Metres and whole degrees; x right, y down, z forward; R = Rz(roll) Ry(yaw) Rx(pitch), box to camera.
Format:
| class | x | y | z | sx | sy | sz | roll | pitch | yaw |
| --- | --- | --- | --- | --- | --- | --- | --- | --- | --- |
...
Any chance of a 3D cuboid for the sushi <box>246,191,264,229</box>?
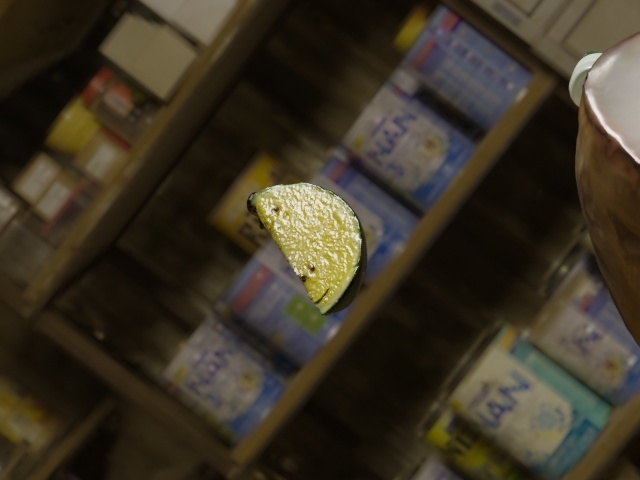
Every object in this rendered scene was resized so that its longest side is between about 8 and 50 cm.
| class | x | y | z | sx | sy | sz | roll | pitch | yaw |
| --- | --- | --- | --- | --- | --- | --- | --- | --- | --- |
| sushi | -0.054 | -0.032 | 1.850 | 0.083 | 0.046 | 0.044 | 20 | -96 | -62 |

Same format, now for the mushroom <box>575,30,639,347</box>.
| class | x | y | z | sx | sy | sz | roll | pitch | yaw |
| --- | --- | --- | --- | --- | --- | --- | --- | --- | --- |
| mushroom | 0.334 | 0.056 | 1.145 | 0.397 | 0.313 | 0.224 | 89 | -167 | -46 |

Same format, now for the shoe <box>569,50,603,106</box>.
| class | x | y | z | sx | sy | sz | roll | pitch | yaw |
| --- | --- | --- | --- | --- | --- | --- | --- | --- | --- |
| shoe | 0.470 | -0.196 | 2.085 | 0.110 | 0.265 | 0.095 | -78 | 11 | -61 |

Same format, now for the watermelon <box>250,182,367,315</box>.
| class | x | y | z | sx | sy | sz | roll | pitch | yaw |
| --- | --- | --- | --- | --- | --- | --- | --- | --- | --- |
| watermelon | 0.006 | -0.007 | 1.694 | 0.092 | 0.181 | 0.075 | -8 | -40 | -31 |
